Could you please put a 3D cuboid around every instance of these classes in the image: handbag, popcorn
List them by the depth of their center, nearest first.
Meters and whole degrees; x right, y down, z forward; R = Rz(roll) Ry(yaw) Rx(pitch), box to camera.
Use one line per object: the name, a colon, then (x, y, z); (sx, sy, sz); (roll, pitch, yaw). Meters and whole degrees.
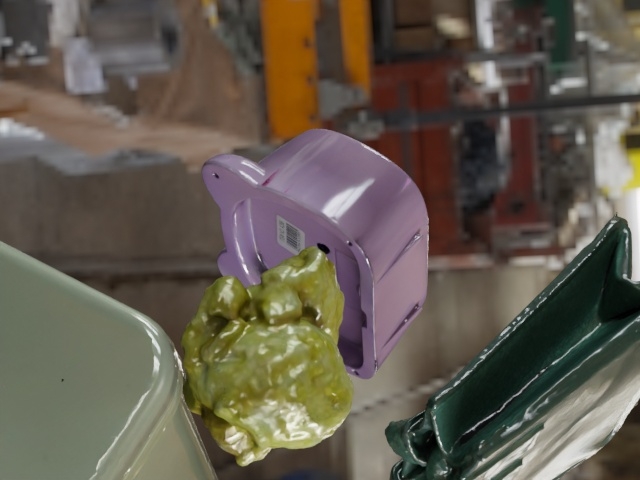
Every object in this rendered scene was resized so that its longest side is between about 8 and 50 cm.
popcorn: (-0.016, 0.044, 0.687); (0.083, 0.068, 0.059); (-61, 170, -16)
handbag: (0.149, 0.132, 1.373); (0.089, 0.238, 0.326); (47, -23, 16)

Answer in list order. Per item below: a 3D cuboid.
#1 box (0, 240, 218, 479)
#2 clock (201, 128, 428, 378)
box: (-0.240, 0.128, 1.172); (0.177, 0.352, 0.344); (-58, 160, -21)
clock: (0.000, 0.000, 0.948); (0.050, 0.110, 0.152); (-49, 158, -24)
